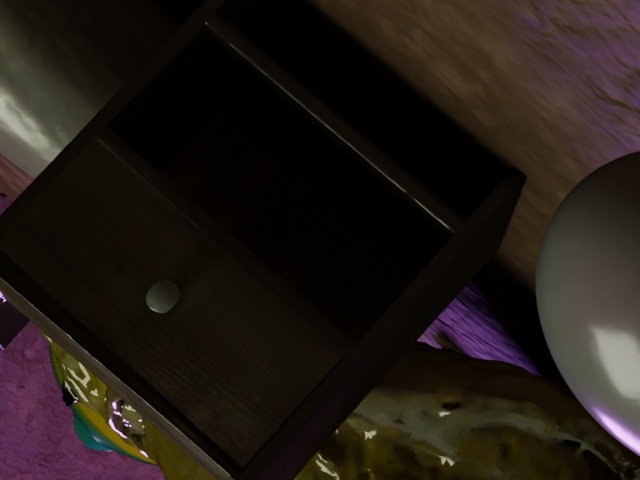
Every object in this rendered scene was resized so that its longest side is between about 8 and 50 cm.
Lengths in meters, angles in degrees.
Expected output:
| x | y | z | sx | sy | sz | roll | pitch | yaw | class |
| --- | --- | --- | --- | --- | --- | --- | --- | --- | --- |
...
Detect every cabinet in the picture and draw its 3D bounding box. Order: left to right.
| x | y | z | sx | sy | sz | roll | pitch | yaw | class |
| --- | --- | --- | --- | --- | --- | --- | --- | --- | --- |
| -0.040 | 0.011 | 0.851 | 0.175 | 0.215 | 0.148 | 40 | 169 | 10 | cabinet |

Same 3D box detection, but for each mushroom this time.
| x | y | z | sx | sy | sz | roll | pitch | yaw | class |
| --- | --- | --- | --- | --- | --- | --- | --- | --- | --- |
| -0.151 | -0.110 | 0.982 | 0.407 | 0.137 | 0.154 | 46 | -155 | -26 | mushroom |

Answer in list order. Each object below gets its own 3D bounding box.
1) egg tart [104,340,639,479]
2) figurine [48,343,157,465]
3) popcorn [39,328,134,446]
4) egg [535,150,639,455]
| x | y | z | sx | sy | sz | roll | pitch | yaw | class |
| --- | --- | --- | --- | --- | --- | --- | --- | --- | --- |
| 0.028 | 0.157 | 1.057 | 0.345 | 0.132 | 0.345 | 10 | 161 | 3 | egg tart |
| -0.133 | 0.096 | 1.518 | 0.323 | 0.231 | 0.340 | 42 | 176 | -3 | figurine |
| -0.114 | 0.039 | 1.227 | 0.233 | 0.192 | 0.266 | 54 | 174 | 13 | popcorn |
| 0.133 | 0.028 | 0.598 | 0.135 | 0.103 | 0.103 | 45 | 169 | -23 | egg |
